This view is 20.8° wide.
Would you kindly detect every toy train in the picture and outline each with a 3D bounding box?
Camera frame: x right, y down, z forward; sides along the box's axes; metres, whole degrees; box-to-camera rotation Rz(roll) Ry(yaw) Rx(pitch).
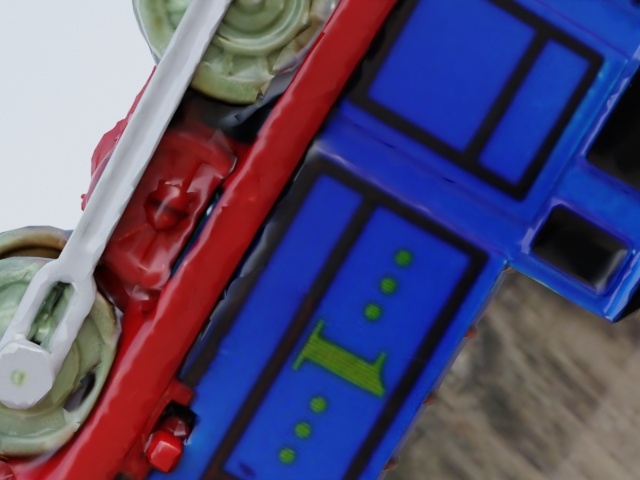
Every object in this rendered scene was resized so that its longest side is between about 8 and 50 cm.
[{"bbox_3d":[0.000,0.000,0.378,0.204,0.131,0.083,-59,10,4],"label":"toy train"}]
